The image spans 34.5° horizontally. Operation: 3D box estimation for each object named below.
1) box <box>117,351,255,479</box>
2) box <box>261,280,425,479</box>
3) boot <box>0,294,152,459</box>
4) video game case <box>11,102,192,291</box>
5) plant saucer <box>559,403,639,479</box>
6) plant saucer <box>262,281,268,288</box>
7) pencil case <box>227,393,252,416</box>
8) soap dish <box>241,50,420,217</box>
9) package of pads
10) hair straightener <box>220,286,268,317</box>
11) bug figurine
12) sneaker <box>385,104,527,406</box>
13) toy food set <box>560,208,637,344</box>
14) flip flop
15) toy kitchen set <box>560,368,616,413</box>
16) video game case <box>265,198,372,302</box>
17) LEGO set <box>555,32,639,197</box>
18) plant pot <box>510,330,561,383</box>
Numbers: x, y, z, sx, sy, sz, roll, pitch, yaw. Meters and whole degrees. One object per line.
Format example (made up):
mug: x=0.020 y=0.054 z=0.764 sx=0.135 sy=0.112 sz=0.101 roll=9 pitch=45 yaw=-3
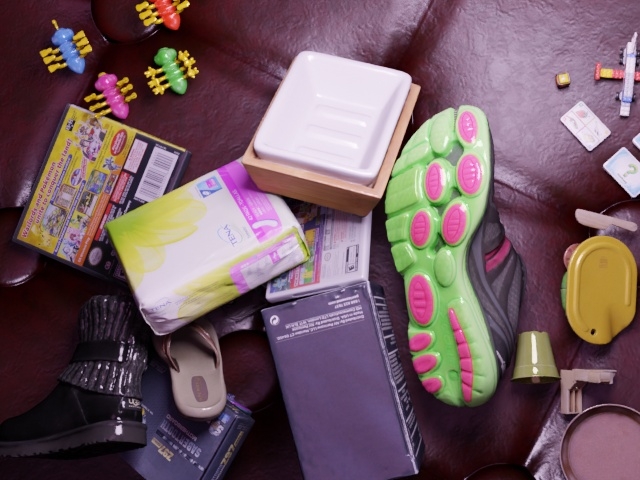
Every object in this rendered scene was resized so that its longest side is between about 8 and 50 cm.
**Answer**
box: x=-0.245 y=0.324 z=1.757 sx=0.233 sy=0.059 sz=0.183 roll=31 pitch=92 yaw=36
box: x=0.043 y=0.230 z=1.646 sx=0.183 sy=0.296 sz=0.294 roll=-16 pitch=84 yaw=6
boot: x=-0.427 y=0.244 z=1.793 sx=0.348 sy=0.131 sz=0.260 roll=-14 pitch=68 yaw=27
video game case: x=-0.396 y=-0.079 z=1.866 sx=0.248 sy=0.035 sz=0.274 roll=22 pitch=90 yaw=9
plant saucer: x=0.481 y=0.354 z=1.709 sx=0.168 sy=0.029 sz=0.168 roll=-1 pitch=87 yaw=9
plant saucer: x=-0.066 y=0.031 z=1.815 sx=0.119 sy=0.021 sz=0.119 roll=-1 pitch=86 yaw=8
pencil case: x=-0.183 y=0.342 z=1.788 sx=0.070 sy=0.064 sz=0.151 roll=29 pitch=90 yaw=-9
soap dish: x=0.023 y=-0.177 z=1.710 sx=0.229 sy=0.118 sz=0.291 roll=14 pitch=48 yaw=8
package of pads: x=-0.189 y=0.005 z=1.722 sx=0.297 sy=0.101 sz=0.229 roll=-27 pitch=48 yaw=-5
hair straightener: x=-0.203 y=0.078 z=1.827 sx=0.230 sy=0.047 sz=0.089 roll=23 pitch=90 yaw=5
bug figurine: x=-0.348 y=-0.339 z=1.858 sx=0.279 sy=0.072 sz=0.216 roll=-24 pitch=89 yaw=1
sneaker: x=0.228 y=0.022 z=1.677 sx=0.185 sy=0.202 sz=0.482 roll=4 pitch=102 yaw=32
toy food set: x=0.456 y=0.062 z=1.720 sx=0.128 sy=0.071 sz=0.217 roll=5 pitch=88 yaw=-15
flip flop: x=-0.222 y=0.188 z=1.735 sx=0.112 sy=0.277 sz=0.080 roll=-11 pitch=129 yaw=-10
toy kitchen set: x=0.452 y=0.250 z=1.704 sx=0.068 sy=0.083 sz=0.075 roll=3 pitch=86 yaw=-33
video game case: x=0.000 y=0.000 z=1.729 sx=0.183 sy=0.023 sz=0.201 roll=-13 pitch=53 yaw=26
LEGO set: x=0.514 y=-0.221 z=1.733 sx=0.182 sy=0.060 sz=0.244 roll=-41 pitch=81 yaw=0
plant pot: x=0.357 y=0.194 z=1.719 sx=0.083 sy=0.083 sz=0.079 roll=-2 pitch=74 yaw=8
